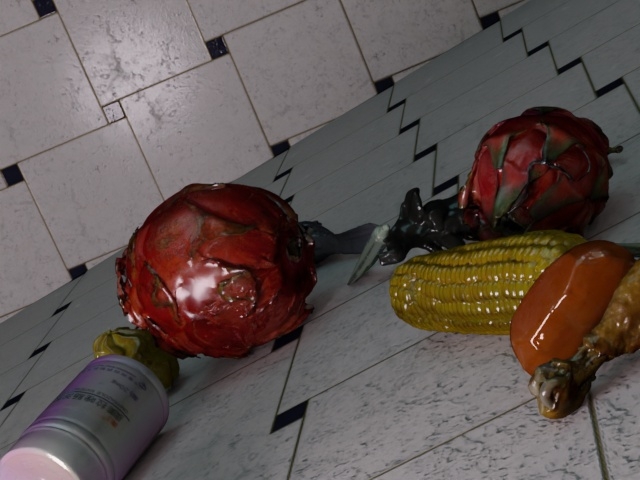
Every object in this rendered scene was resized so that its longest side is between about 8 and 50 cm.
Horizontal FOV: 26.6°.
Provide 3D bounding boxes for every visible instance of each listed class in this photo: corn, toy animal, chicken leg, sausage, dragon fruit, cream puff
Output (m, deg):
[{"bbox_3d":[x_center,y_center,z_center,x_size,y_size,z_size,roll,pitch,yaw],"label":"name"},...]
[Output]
[{"bbox_3d":[0.207,0.053,1.610,0.120,0.120,0.363,-39,16,-26],"label":"corn"},{"bbox_3d":[0.194,-0.019,1.976,0.245,0.115,0.146,-12,18,-8],"label":"toy animal"},{"bbox_3d":[0.305,0.081,1.334,0.251,0.107,0.087,-40,30,2],"label":"chicken leg"},{"bbox_3d":[0.257,0.070,1.410,0.179,0.089,0.089,-55,2,26],"label":"sausage"},{"bbox_3d":[0.281,-0.069,1.778,0.192,0.193,0.274,10,35,25],"label":"dragon fruit"},{"bbox_3d":[-0.159,0.051,2.135,0.301,0.296,0.295,-9,23,28],"label":"dragon fruit"},{"bbox_3d":[-0.036,0.013,2.400,0.205,0.081,0.367,-24,10,-15],"label":"toy animal"},{"bbox_3d":[-0.312,0.206,2.231,0.121,0.156,0.156,-45,2,38],"label":"cream puff"}]

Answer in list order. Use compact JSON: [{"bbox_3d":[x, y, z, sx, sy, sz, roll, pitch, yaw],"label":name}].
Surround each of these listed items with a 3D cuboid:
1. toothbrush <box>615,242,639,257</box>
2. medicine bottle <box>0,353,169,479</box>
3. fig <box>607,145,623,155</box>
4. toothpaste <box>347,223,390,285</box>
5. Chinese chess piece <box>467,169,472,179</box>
[{"bbox_3d":[0.364,0.013,1.559,0.028,0.026,0.294,-48,21,-13],"label":"toothbrush"},{"bbox_3d":[-0.335,0.288,1.934,0.152,0.152,0.254,-25,14,29],"label":"medicine bottle"},{"bbox_3d":[0.389,-0.131,1.996,0.125,0.089,0.089,7,33,29],"label":"fig"},{"bbox_3d":[0.079,0.020,2.104,0.048,0.029,0.197,-38,-12,-25],"label":"toothpaste"},{"bbox_3d":[0.284,-0.111,2.239,0.084,0.034,0.084,-30,11,6],"label":"Chinese chess piece"}]
